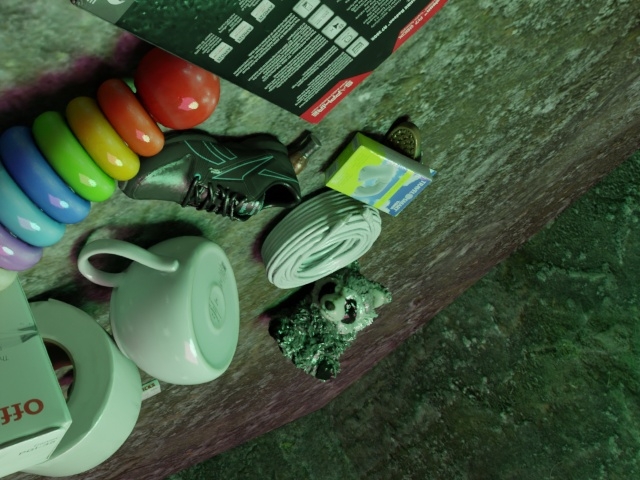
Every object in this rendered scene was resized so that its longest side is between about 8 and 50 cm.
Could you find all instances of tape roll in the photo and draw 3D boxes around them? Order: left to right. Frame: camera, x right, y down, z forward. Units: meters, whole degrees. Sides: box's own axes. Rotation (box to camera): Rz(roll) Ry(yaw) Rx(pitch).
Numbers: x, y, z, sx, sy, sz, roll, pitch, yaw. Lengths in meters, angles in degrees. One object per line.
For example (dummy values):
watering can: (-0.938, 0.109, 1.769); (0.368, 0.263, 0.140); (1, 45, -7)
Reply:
tape roll: (-0.421, 0.236, 0.958); (0.246, 0.246, 0.169); (-26, 158, -13)

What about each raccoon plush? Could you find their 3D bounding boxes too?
raccoon plush: (0.033, 0.163, 1.626); (0.299, 0.216, 0.446); (-49, -174, 8)

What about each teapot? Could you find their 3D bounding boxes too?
teapot: (-0.253, 0.111, 0.984); (0.186, 0.256, 0.252); (-4, -175, 12)

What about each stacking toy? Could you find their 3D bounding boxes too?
stacking toy: (-0.251, -0.094, 0.642); (0.330, 0.141, 0.141); (-37, 160, -5)

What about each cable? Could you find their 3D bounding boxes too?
cable: (0.000, 0.000, 1.219); (0.257, 0.089, 0.257); (-32, 162, 10)

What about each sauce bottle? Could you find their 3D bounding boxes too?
sauce bottle: (-0.050, -0.114, 0.962); (0.128, 0.042, 0.042); (-39, 158, 22)

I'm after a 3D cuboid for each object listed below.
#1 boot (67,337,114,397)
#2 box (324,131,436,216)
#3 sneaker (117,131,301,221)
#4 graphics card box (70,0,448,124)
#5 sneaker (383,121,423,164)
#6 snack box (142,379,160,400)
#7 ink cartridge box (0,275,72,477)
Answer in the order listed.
boot: (-0.422, 0.248, 1.262); (0.219, 0.082, 0.106); (-41, 179, 14)
box: (0.109, -0.110, 1.080); (0.178, 0.043, 0.109); (21, 133, -27)
sneaker: (-0.136, -0.082, 0.831); (0.267, 0.106, 0.101); (-12, 153, -38)
graphics card box: (-0.036, -0.258, 0.585); (0.232, 0.094, 0.370); (-39, 159, 21)
sneaker: (0.158, -0.157, 1.142); (0.086, 0.064, 0.192); (-48, 158, -35)
snack box: (-0.495, 0.408, 1.557); (0.178, 0.022, 0.064); (-23, 159, -22)
ink cartridge box: (-0.421, 0.124, 0.646); (0.207, 0.283, 0.117); (-10, 150, -44)
